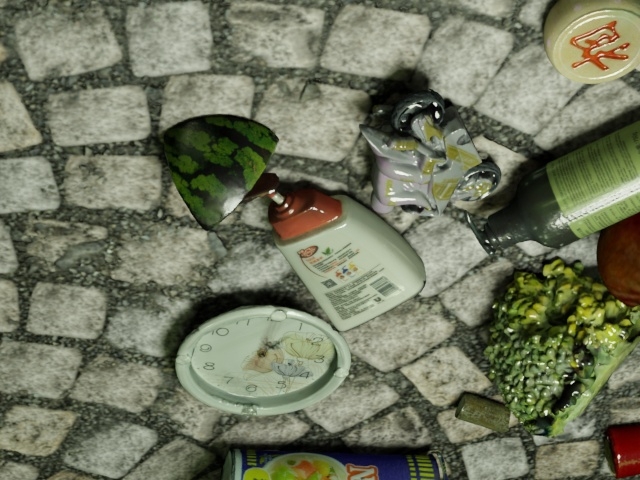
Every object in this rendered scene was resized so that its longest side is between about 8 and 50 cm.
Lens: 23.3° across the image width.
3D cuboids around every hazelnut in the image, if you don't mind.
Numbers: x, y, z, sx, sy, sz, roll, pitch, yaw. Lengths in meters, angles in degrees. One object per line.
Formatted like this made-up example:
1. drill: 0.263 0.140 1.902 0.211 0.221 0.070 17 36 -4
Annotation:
1. hazelnut: 0.450 0.020 1.927 0.204 0.178 0.178 28 130 -6

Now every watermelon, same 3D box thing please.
1. watermelon: -0.109 -0.086 1.822 0.135 0.125 0.094 -24 169 -9

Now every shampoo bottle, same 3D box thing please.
1. shampoo bottle: 0.315 -0.057 1.880 0.283 0.101 0.101 -26 134 19
2. shampoo bottle: 0.000 0.000 1.924 0.153 0.071 0.284 -27 132 24

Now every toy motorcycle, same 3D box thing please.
1. toy motorcycle: 0.114 -0.088 1.837 0.152 0.073 0.225 -31 141 14

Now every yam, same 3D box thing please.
1. yam: 0.234 0.248 2.246 0.094 0.043 0.043 20 131 -24

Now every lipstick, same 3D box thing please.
1. lipstick: 0.547 0.303 2.322 0.241 0.080 0.080 -8 138 0

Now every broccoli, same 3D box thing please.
1. broccoli: 0.319 0.121 2.073 0.180 0.273 0.242 40 147 15

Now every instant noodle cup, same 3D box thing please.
1. instant noodle cup: 0.003 0.420 2.261 0.312 0.284 0.284 10 135 -8

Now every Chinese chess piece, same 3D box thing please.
1. Chinese chess piece: 0.308 -0.230 1.728 0.122 0.051 0.122 -4 138 -4

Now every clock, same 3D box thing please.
1. clock: -0.078 0.151 2.086 0.236 0.053 0.236 -2 137 -2
